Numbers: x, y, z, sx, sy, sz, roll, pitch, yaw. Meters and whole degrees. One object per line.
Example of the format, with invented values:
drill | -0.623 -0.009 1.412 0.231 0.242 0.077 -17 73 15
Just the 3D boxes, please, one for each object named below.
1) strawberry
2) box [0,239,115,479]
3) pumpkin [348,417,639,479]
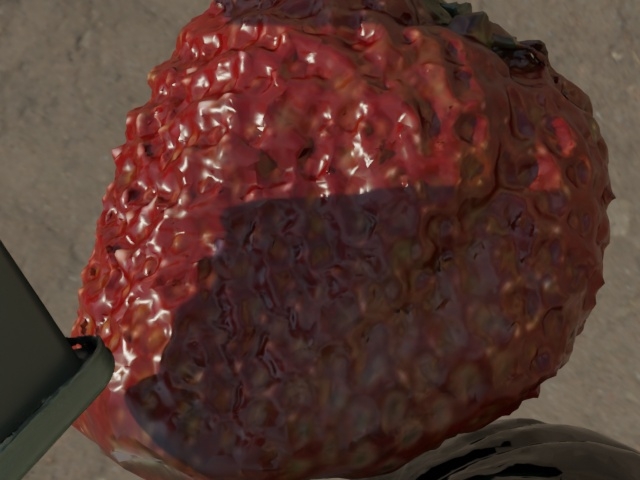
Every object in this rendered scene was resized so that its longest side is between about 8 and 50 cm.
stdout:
strawberry | 0.000 0.000 0.756 0.312 0.267 0.351 16 49 30
box | -0.204 0.057 0.437 0.163 0.135 0.243 -13 22 33
pumpkin | 0.093 0.276 0.790 0.363 0.363 0.266 -24 104 19
